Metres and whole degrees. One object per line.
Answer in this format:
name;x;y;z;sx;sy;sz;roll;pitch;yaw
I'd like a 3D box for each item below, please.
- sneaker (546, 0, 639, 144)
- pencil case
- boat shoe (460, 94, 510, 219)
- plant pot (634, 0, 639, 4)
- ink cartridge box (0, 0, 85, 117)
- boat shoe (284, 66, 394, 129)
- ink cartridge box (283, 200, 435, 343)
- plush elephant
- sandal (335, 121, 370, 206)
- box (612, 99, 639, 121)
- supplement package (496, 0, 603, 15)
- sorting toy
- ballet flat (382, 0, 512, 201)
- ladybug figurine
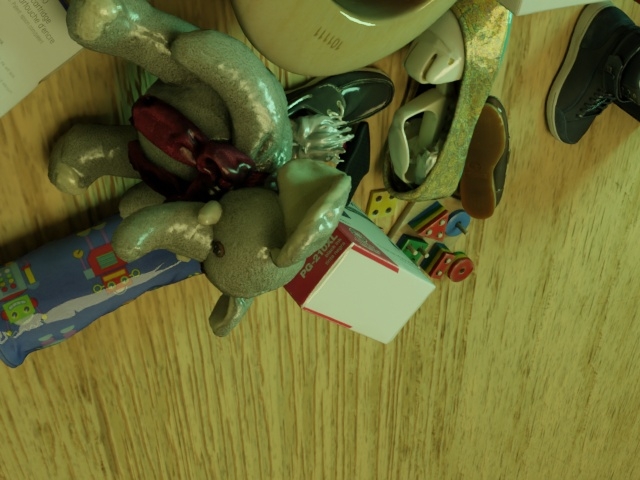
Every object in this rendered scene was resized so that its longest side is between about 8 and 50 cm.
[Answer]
sneaker;0.407;-0.200;1.309;0.086;0.163;0.226;-17;136;-25
pencil case;-0.248;0.033;1.086;0.306;0.133;0.119;-25;92;-16
boat shoe;0.231;-0.127;1.326;0.207;0.073;0.073;87;27;-47
plant pot;0.409;-0.398;1.079;0.236;0.267;0.267;7;123;-24
ink cartridge box;-0.397;-0.191;0.803;0.307;0.072;0.303;-46;140;-15
boat shoe;-0.005;-0.147;1.128;0.233;0.079;0.084;-19;134;-23
ink cartridge box;0.000;0.000;1.141;0.172;0.237;0.100;27;105;-46
plush elephant;-0.108;-0.048;0.917;0.330;0.255;0.272;11;139;-23
sandal;0.032;-0.099;1.160;0.040;0.179;0.067;2;118;15
box;0.633;-0.248;1.312;0.179;0.312;0.343;20;112;-44
supplement package;0.230;-0.336;0.787;0.263;0.198;0.199;-15;135;-26
sorting toy;0.163;-0.006;1.394;0.275;0.046;0.132;14;117;-41
ballet flat;0.147;-0.188;1.168;0.123;0.123;0.348;-13;136;-26
ladybug figurine;0.064;-0.375;0.908;0.305;0.162;0.449;23;111;-46
